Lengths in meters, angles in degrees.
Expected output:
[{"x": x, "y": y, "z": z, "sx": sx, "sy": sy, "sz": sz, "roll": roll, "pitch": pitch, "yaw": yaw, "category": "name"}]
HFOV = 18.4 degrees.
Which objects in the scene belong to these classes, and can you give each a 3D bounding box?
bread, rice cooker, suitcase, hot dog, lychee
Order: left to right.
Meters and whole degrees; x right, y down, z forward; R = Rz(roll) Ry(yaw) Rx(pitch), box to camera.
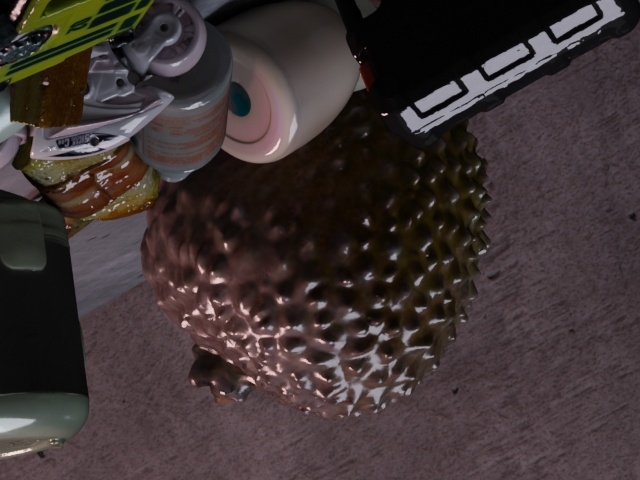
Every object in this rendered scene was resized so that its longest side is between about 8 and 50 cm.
[{"x": -0.377, "y": 0.086, "z": 1.972, "sx": 0.288, "sy": 0.277, "sz": 0.288, "roll": -10, "pitch": 168, "yaw": -2, "category": "rice cooker"}, {"x": -0.217, "y": -0.139, "z": 1.601, "sx": 0.035, "sy": 0.094, "sz": 0.090, "roll": 12, "pitch": -171, "yaw": 16, "category": "bread"}, {"x": -0.242, "y": -0.089, "z": 1.999, "sx": 0.123, "sy": 0.093, "sz": 0.261, "roll": -35, "pitch": 159, "yaw": -2, "category": "hot dog"}, {"x": 0.000, "y": 0.000, "z": 2.188, "sx": 0.432, "sy": 0.380, "sz": 0.380, "roll": -55, "pitch": 174, "yaw": 3, "category": "lychee"}, {"x": 0.098, "y": -0.224, "z": 1.465, "sx": 0.206, "sy": 0.285, "sz": 0.066, "roll": -29, "pitch": 143, "yaw": 13, "category": "suitcase"}]

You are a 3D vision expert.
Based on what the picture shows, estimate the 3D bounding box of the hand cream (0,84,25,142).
[{"x": -0.385, "y": -0.054, "z": 1.601, "sx": 0.321, "sy": 0.109, "sz": 0.067, "roll": -29, "pitch": -150, "yaw": -9, "category": "hand cream"}]

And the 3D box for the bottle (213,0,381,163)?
[{"x": -0.013, "y": -0.188, "z": 2.021, "sx": 0.236, "sy": 0.147, "sz": 0.147, "roll": -35, "pitch": -179, "yaw": -42, "category": "bottle"}]

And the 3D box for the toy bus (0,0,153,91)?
[{"x": -0.150, "y": -0.195, "z": 1.152, "sx": 0.150, "sy": 0.128, "sz": 0.262, "roll": -26, "pitch": 174, "yaw": -26, "category": "toy bus"}]

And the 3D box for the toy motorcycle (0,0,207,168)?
[{"x": -0.208, "y": -0.124, "z": 1.708, "sx": 0.254, "sy": 0.112, "sz": 0.112, "roll": -29, "pitch": 176, "yaw": -6, "category": "toy motorcycle"}]

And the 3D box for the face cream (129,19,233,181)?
[{"x": -0.139, "y": -0.120, "z": 1.915, "sx": 0.101, "sy": 0.101, "sz": 0.251, "roll": -27, "pitch": 163, "yaw": -14, "category": "face cream"}]

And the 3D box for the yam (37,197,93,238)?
[{"x": -0.251, "y": -0.073, "z": 2.283, "sx": 0.317, "sy": 0.067, "sz": 0.071, "roll": -36, "pitch": -165, "yaw": 47, "category": "yam"}]
